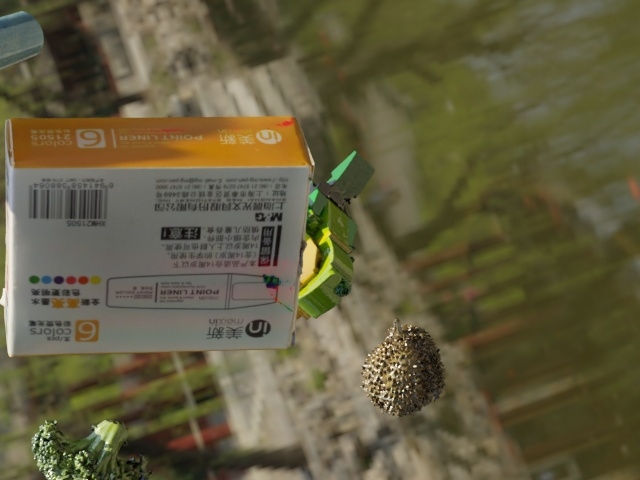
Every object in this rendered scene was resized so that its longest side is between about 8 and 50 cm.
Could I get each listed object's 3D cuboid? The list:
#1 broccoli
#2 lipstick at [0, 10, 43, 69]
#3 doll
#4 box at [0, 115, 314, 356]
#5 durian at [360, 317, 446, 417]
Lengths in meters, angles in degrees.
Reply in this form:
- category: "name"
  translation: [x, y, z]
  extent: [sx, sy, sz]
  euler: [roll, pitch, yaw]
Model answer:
- category: "broccoli"
  translation: [-0.216, 0.205, 1.572]
  extent: [0.097, 0.092, 0.095]
  euler: [27, 174, 25]
- category: "lipstick"
  translation: [-0.442, -0.211, 1.980]
  extent: [0.061, 0.274, 0.068]
  euler: [51, 131, 7]
- category: "doll"
  translation: [-0.007, 0.003, 1.867]
  extent: [0.106, 0.134, 0.186]
  euler: [44, -143, -38]
- category: "box"
  translation: [-0.150, -0.001, 1.522]
  extent: [0.091, 0.274, 0.220]
  euler: [-106, 21, -53]
- category: "durian"
  translation: [0.072, 0.113, 1.497]
  extent: [0.080, 0.080, 0.091]
  euler: [-122, 18, -70]
